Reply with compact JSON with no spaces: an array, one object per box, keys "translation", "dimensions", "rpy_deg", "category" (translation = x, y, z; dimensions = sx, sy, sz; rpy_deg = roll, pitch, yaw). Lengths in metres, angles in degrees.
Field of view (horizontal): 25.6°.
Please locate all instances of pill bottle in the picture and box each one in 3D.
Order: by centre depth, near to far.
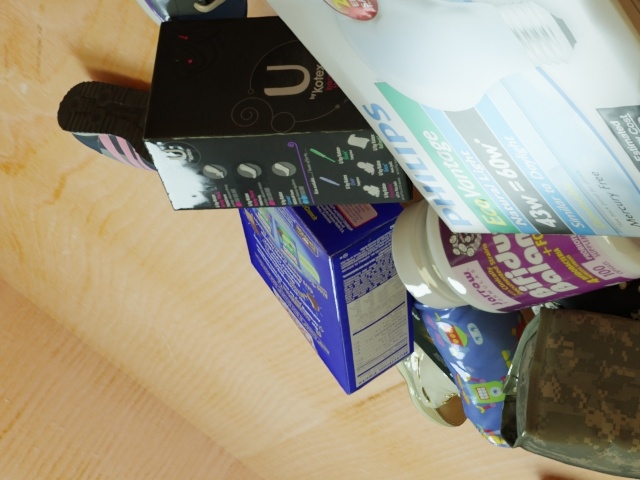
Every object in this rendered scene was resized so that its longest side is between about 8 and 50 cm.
[{"translation":[0.216,-0.018,1.437],"dimensions":[0.169,0.169,0.301],"rpy_deg":[45,143,-20],"category":"pill bottle"}]

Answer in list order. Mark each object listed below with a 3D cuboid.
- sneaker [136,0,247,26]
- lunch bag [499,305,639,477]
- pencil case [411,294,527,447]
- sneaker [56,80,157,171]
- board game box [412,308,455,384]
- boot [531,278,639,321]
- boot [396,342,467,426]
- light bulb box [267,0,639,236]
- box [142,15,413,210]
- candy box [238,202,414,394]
[{"translation":[-0.106,-0.314,1.449],"dimensions":[0.236,0.130,0.322],"rpy_deg":[21,148,43],"category":"sneaker"},{"translation":[0.329,0.181,1.566],"dimensions":[0.235,0.168,0.287],"rpy_deg":[10,165,3],"category":"lunch bag"},{"translation":[0.210,0.137,1.856],"dimensions":[0.133,0.119,0.306],"rpy_deg":[-17,124,21],"category":"pencil case"},{"translation":[-0.232,-0.149,2.034],"dimensions":[0.319,0.112,0.131],"rpy_deg":[23,171,37],"category":"sneaker"},{"translation":[0.183,0.114,1.944],"dimensions":[0.126,0.026,0.186],"rpy_deg":[-27,119,32],"category":"board game box"},{"translation":[0.302,0.021,1.595],"dimensions":[0.179,0.085,0.236],"rpy_deg":[6,141,42],"category":"boot"},{"translation":[0.209,0.218,2.120],"dimensions":[0.165,0.077,0.213],"rpy_deg":[9,140,46],"category":"boot"},{"translation":[0.184,-0.197,1.134],"dimensions":[0.361,0.225,0.358],"rpy_deg":[2,140,53],"category":"light bulb box"},{"translation":[-0.038,-0.139,1.518],"dimensions":[0.270,0.165,0.143],"rpy_deg":[-2,148,9],"category":"box"},{"translation":[0.000,0.000,1.790],"dimensions":[0.268,0.122,0.317],"rpy_deg":[51,162,32],"category":"candy box"}]
